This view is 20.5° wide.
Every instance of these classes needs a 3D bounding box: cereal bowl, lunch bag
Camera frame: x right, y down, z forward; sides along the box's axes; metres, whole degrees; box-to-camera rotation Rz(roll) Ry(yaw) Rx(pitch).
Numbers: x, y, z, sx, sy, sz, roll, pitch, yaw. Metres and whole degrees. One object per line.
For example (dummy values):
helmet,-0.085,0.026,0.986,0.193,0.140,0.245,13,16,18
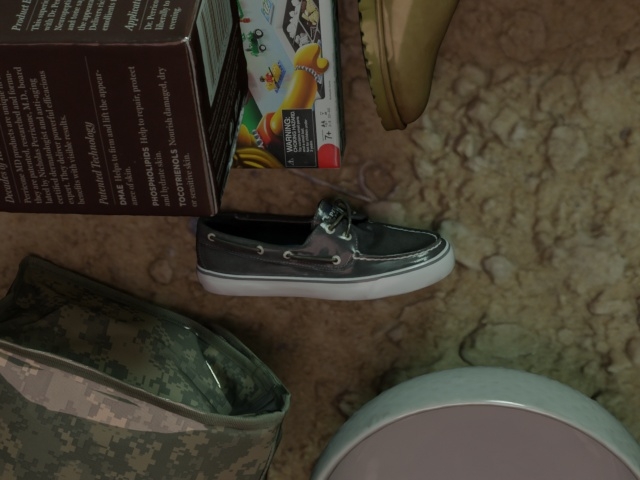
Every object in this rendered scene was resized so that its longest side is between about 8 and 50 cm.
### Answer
cereal bowl,0.150,0.251,1.599,0.338,0.141,0.339,3,118,6
lunch bag,-0.182,0.182,1.588,0.287,0.169,0.235,21,118,1

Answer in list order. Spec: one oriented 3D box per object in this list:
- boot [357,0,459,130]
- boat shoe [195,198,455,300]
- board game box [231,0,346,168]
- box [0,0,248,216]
boot,0.163,-0.205,1.389,0.269,0.089,0.236,-4,117,8
boat shoe,0.000,0.000,1.527,0.228,0.080,0.076,0,119,15
board game box,-0.084,-0.204,1.438,0.193,0.053,0.305,0,118,8
box,-0.171,-0.133,1.345,0.203,0.168,0.167,1,132,9
